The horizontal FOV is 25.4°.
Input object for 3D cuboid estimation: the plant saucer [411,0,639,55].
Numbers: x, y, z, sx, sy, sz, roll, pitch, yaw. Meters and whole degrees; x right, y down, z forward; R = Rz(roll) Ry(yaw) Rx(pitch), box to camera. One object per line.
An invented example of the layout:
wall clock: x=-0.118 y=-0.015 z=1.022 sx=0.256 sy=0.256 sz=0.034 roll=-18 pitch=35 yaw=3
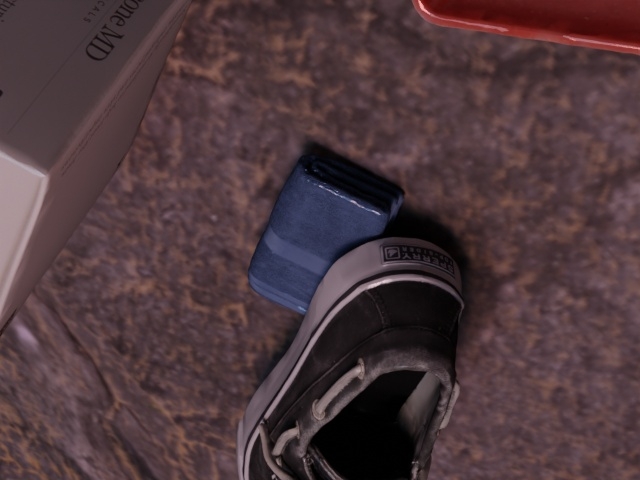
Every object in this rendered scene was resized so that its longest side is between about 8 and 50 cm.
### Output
plant saucer: x=0.159 y=-0.184 z=0.507 sx=0.258 sy=0.048 sz=0.259 roll=11 pitch=132 yaw=18

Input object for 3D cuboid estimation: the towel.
towel: x=0.000 y=0.000 z=0.839 sx=0.067 sy=0.029 sz=0.119 roll=26 pitch=139 yaw=0

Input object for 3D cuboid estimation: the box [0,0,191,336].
box: x=-0.172 y=-0.064 z=0.754 sx=0.119 sy=0.181 sz=0.182 roll=30 pitch=138 yaw=-3

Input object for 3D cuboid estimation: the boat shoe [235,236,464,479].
boat shoe: x=0.020 y=0.130 z=0.881 sx=0.113 sy=0.105 sz=0.306 roll=11 pitch=140 yaw=-16
